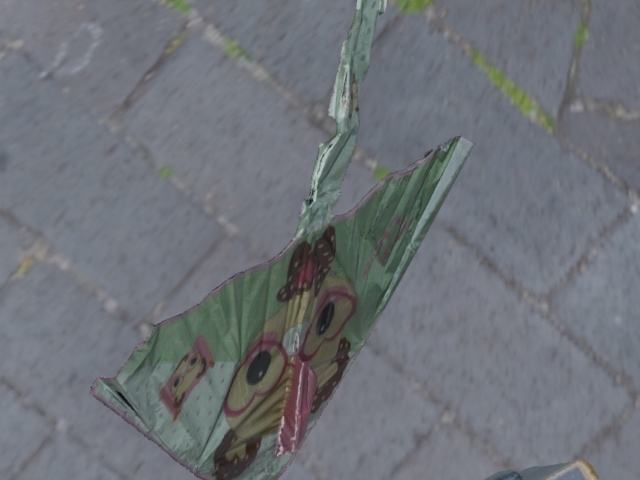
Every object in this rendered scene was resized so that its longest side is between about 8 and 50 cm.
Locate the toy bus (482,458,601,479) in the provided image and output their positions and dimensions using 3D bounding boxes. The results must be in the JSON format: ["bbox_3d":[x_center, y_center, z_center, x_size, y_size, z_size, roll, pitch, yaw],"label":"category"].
[{"bbox_3d":[0.191,0.302,1.511,0.162,0.323,0.194,-30,84,-5],"label":"toy bus"}]

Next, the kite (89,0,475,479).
[{"bbox_3d":[-0.001,-0.001,0.589,0.012,0.229,0.250,25,122,24],"label":"kite"}]
